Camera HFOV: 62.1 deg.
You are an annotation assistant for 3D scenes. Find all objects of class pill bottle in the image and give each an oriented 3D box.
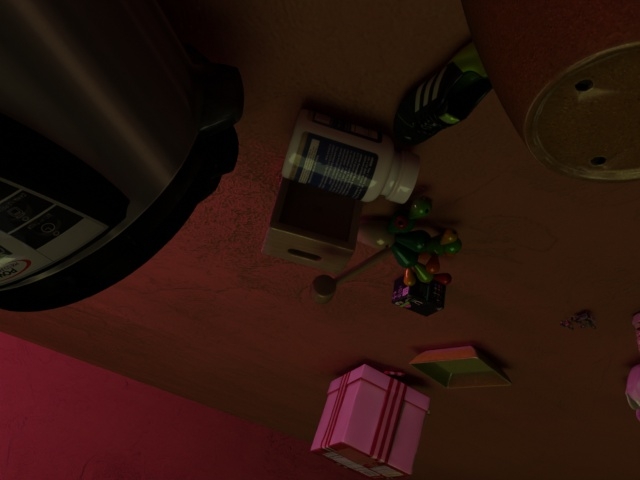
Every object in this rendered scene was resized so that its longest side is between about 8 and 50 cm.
[{"bbox_3d":[0.040,-0.105,0.703,0.170,0.094,0.094,17,149,-6],"label":"pill bottle"}]

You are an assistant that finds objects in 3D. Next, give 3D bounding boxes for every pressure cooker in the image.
[{"bbox_3d":[-0.303,-0.138,0.523,0.370,0.375,0.420,25,158,30],"label":"pressure cooker"}]

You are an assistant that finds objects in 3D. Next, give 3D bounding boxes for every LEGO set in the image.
[{"bbox_3d":[0.506,0.155,1.036,0.054,0.023,0.083,30,158,-23],"label":"LEGO set"}]

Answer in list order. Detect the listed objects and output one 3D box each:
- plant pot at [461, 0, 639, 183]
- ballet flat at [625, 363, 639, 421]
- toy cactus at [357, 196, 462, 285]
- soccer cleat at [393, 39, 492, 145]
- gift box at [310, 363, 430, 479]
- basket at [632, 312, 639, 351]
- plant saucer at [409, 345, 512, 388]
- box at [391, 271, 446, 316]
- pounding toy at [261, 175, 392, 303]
[{"bbox_3d":[0.207,-0.174,0.377,0.238,0.254,0.237,8,149,5],"label":"plant pot"},{"bbox_3d":[0.742,0.342,1.168,0.139,0.139,0.400,-7,145,29],"label":"ballet flat"},{"bbox_3d":[0.136,0.008,0.865,0.181,0.112,0.219,11,159,22],"label":"toy cactus"},{"bbox_3d":[0.137,-0.154,0.608,0.060,0.072,0.179,23,148,-17],"label":"soccer cleat"},{"bbox_3d":[0.155,0.519,1.520,0.277,0.258,0.255,31,145,-14],"label":"gift box"},{"bbox_3d":[0.649,0.165,0.916,0.114,0.103,0.167,20,149,-10],"label":"basket"},{"bbox_3d":[0.350,0.313,1.323,0.189,0.045,0.188,-17,139,40],"label":"plant saucer"},{"bbox_3d":[0.191,0.105,1.032,0.083,0.052,0.062,22,149,-18],"label":"box"},{"bbox_3d":[0.008,0.007,0.790,0.181,0.205,0.094,16,149,-6],"label":"pounding toy"}]
